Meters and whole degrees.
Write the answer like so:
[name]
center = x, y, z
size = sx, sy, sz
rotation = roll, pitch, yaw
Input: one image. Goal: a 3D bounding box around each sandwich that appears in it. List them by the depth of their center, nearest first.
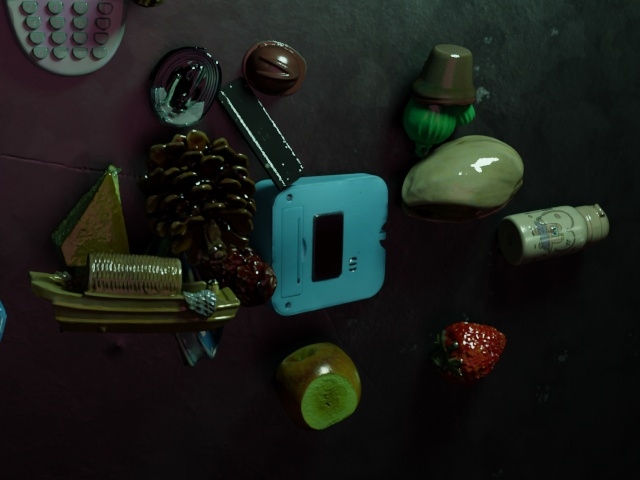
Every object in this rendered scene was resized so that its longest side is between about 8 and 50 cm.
[sandwich]
center = -0.358, 0.007, 1.360
size = 0.128, 0.122, 0.236
rotation = -12, 107, -20

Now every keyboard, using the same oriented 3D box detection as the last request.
[keyboard]
center = -0.099, -0.175, 1.413
size = 0.060, 0.018, 0.195
rotation = -33, 89, -15

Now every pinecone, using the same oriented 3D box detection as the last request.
[pinecone]
center = -0.186, -0.056, 1.353
size = 0.185, 0.169, 0.212
rotation = -11, 70, -24

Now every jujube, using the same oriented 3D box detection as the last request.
[jujube]
center = -0.140, 0.057, 1.432
size = 0.104, 0.166, 0.104
rotation = -24, 133, -28

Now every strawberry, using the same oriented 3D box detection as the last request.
[strawberry]
center = 0.291, 0.220, 1.658
size = 0.148, 0.131, 0.131
rotation = 12, 101, -24

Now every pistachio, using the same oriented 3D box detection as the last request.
[pistachio]
center = 0.256, -0.106, 1.545
size = 0.237, 0.153, 0.138
rotation = -25, 152, -9

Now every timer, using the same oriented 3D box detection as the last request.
[timer]
center = 0.000, 0.000, 1.527
size = 0.249, 0.091, 0.232
rotation = -7, 107, -30

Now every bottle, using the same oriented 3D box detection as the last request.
[bottle]
center = 0.456, -0.011, 1.665
size = 0.209, 0.097, 0.110
rotation = -9, 141, -18

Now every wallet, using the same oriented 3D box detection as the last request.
[wallet]
center = -0.226, 0.097, 1.422
size = 0.059, 0.141, 0.202
rotation = -16, 113, 12

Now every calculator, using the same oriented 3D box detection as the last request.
[calculator]
center = -0.379, -0.394, 1.275
size = 0.185, 0.041, 0.299
rotation = -5, 109, -19

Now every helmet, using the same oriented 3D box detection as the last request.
[helmet]
center = -0.068, -0.281, 1.413
size = 0.111, 0.057, 0.089
rotation = 10, 100, -22

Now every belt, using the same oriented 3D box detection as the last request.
[belt]
center = -0.218, -0.245, 1.368
size = 0.105, 0.058, 0.140
rotation = 23, 97, -21

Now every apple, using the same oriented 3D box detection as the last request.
[apple]
center = 0.000, 0.265, 1.537
size = 0.146, 0.163, 0.147
rotation = -24, 97, -3

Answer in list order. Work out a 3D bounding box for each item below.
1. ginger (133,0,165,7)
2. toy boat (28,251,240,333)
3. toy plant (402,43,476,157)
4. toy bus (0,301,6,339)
[ginger]
center = -0.179, -0.477, 1.289
size = 0.309, 0.107, 0.133
rotation = -34, 120, -10
[toy boat]
center = -0.275, 0.076, 1.283
size = 0.310, 0.089, 0.115
rotation = 3, 106, -17
[toy plant]
center = 0.214, -0.240, 1.509
size = 0.142, 0.105, 0.200
rotation = -10, 127, -31
[toy bus]
center = -0.546, 0.093, 1.249
size = 0.134, 0.246, 0.114
rotation = 14, 100, -35
